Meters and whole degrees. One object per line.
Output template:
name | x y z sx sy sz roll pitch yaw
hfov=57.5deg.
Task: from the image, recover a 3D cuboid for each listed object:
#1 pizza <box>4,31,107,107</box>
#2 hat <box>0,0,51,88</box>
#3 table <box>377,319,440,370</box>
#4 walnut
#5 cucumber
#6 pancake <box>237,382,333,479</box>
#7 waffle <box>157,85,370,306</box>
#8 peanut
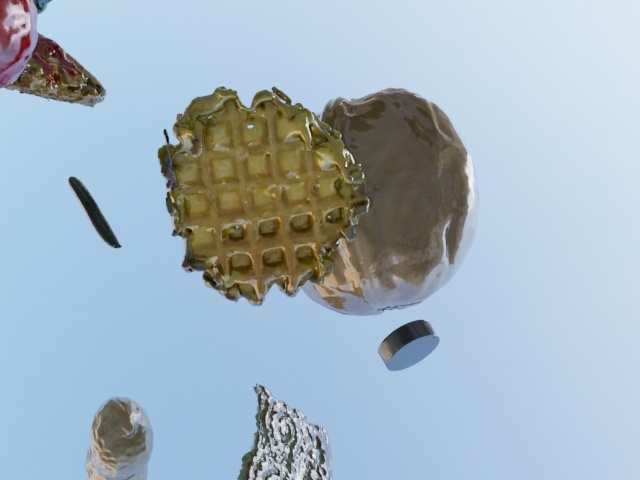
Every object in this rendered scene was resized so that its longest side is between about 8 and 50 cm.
pizza | -0.419 -0.257 0.837 0.188 0.199 0.062 36 -64 0
hat | -0.365 -0.264 0.544 0.274 0.242 0.332 -48 -130 25
table | 0.193 0.230 1.276 0.133 0.133 0.043 -31 -124 0
walnut | 0.084 -0.061 0.974 0.380 0.381 0.382 -7 -119 14
cucumber | -0.483 -0.058 1.238 0.033 0.036 0.184 -30 -88 7
pancake | -0.070 0.471 1.060 0.066 0.305 0.427 -25 -152 21
waffle | -0.076 -0.041 0.715 0.262 0.280 0.060 -51 -155 12
peanut | -0.389 0.405 1.120 0.136 0.299 0.120 37 -138 17
